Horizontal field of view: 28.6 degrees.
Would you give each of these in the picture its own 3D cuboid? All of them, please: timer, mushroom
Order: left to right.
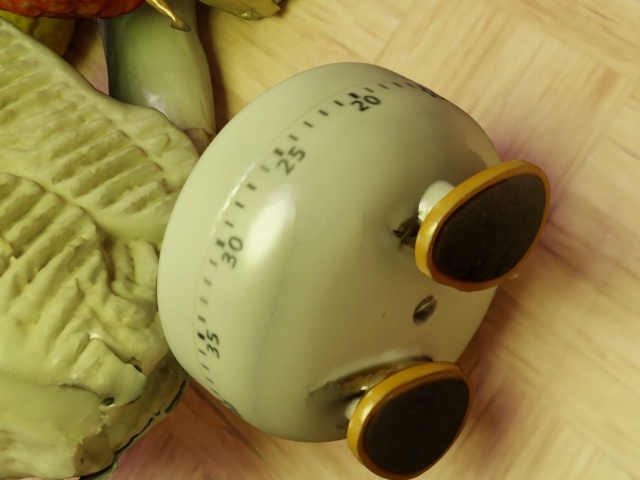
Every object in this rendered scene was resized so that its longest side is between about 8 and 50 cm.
[{"bbox_3d":[-0.140,-0.193,1.044,0.109,0.097,0.351,-27,64,40],"label":"mushroom"},{"bbox_3d":[0.000,0.000,0.779,0.240,0.233,0.233,33,96,37],"label":"timer"}]

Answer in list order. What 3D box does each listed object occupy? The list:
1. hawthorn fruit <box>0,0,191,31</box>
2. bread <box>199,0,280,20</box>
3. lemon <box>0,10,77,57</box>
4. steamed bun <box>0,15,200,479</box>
[{"bbox_3d":[-0.176,-0.236,0.905,0.207,0.207,0.243,-46,77,17],"label":"hawthorn fruit"},{"bbox_3d":[-0.070,-0.244,0.996,0.082,0.106,0.125,-22,65,32],"label":"bread"},{"bbox_3d":[-0.307,-0.226,1.128,0.178,0.178,0.203,-47,53,16],"label":"lemon"},{"bbox_3d":[-0.252,0.027,0.859,0.394,0.346,0.237,61,136,34],"label":"steamed bun"}]
